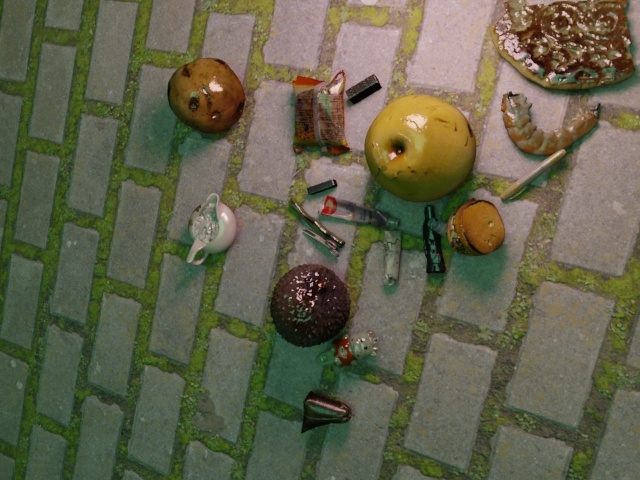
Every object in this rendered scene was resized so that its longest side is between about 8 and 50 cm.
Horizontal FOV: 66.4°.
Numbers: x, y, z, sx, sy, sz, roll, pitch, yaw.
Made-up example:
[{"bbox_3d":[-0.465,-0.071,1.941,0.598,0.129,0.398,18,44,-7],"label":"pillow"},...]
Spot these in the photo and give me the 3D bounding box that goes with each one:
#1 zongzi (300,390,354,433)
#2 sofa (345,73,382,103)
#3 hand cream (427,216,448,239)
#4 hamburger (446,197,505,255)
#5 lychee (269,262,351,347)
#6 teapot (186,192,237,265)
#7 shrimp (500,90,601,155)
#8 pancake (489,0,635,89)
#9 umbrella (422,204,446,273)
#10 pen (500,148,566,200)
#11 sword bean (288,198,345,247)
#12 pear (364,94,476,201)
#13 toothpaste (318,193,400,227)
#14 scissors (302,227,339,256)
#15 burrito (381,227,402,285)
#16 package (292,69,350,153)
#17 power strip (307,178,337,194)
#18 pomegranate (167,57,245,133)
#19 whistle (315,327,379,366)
[{"bbox_3d":[0.022,0.668,1.807,0.187,0.084,0.183,14,111,15],"label":"zongzi"},{"bbox_3d":[0.151,-0.530,1.716,0.118,0.060,0.039,-26,75,20],"label":"sofa"},{"bbox_3d":[0.431,-0.023,1.620,0.171,0.043,0.065,28,105,-15],"label":"hand cream"},{"bbox_3d":[0.489,-0.044,1.557,0.182,0.118,0.190,1,85,-24],"label":"hamburger"},{"bbox_3d":[-0.035,0.229,1.710,0.300,0.300,0.299,1,92,20],"label":"lychee"},{"bbox_3d":[-0.429,-0.040,1.907,0.205,0.139,0.297,20,98,16],"label":"teapot"},{"bbox_3d":[0.698,-0.354,1.519,0.287,0.068,0.185,12,100,18],"label":"shrimp"},{"bbox_3d":[0.738,-0.614,1.509,0.427,0.067,0.304,11,88,20],"label":"pancake"},{"bbox_3d":[0.382,-0.004,1.656,0.066,0.059,0.235,-4,88,0],"label":"umbrella"},{"bbox_3d":[0.670,-0.202,1.543,0.040,0.032,0.233,45,116,-11],"label":"pen"},{"bbox_3d":[-0.019,-0.063,1.809,0.269,0.038,0.043,42,99,14],"label":"sword bean"},{"bbox_3d":[0.310,-0.286,1.537,0.349,0.348,0.347,1,92,20],"label":"pear"},{"bbox_3d":[0.136,-0.096,1.748,0.301,0.048,0.075,15,101,21],"label":"toothpaste"},{"bbox_3d":[0.000,0.000,1.799,0.176,0.085,0.022,33,67,28],"label":"scissors"},{"bbox_3d":[0.248,0.057,1.705,0.064,0.064,0.202,4,93,20],"label":"burrito"},{"bbox_3d":[-0.010,-0.451,1.745,0.224,0.108,0.287,5,104,26],"label":"package"},{"bbox_3d":[0.006,-0.196,1.794,0.111,0.038,0.029,-17,85,19],"label":"power strip"},{"bbox_3d":[-0.424,-0.535,1.819,0.282,0.281,0.280,1,92,20],"label":"pomegranate"},{"bbox_3d":[0.095,0.394,1.755,0.253,0.105,0.101,-24,43,20],"label":"whistle"}]
